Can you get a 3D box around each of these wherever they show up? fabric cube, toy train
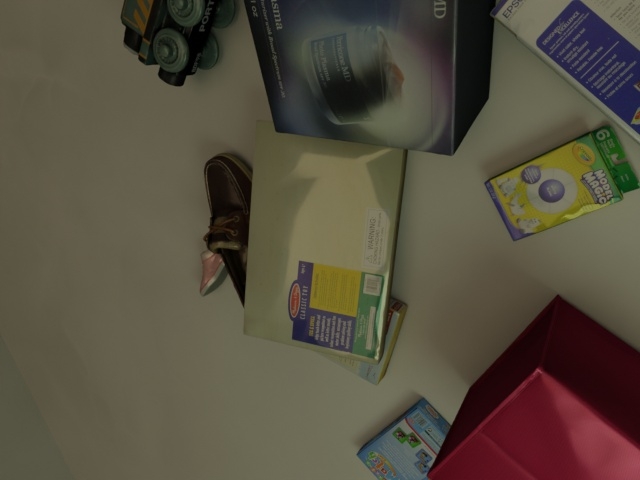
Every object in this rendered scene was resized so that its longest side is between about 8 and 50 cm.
[{"bbox_3d":[0.354,0.284,0.671,0.258,0.254,0.259,38,122,16],"label":"fabric cube"},{"bbox_3d":[-0.258,-0.459,0.865,0.190,0.142,0.334,37,123,8],"label":"toy train"}]

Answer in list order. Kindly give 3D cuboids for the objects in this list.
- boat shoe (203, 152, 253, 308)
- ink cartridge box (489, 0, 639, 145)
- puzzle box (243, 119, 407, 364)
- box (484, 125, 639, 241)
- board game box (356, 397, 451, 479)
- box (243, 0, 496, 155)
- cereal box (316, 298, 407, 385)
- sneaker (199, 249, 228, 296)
[{"bbox_3d":[-0.171,-0.010,0.975,0.123,0.123,0.342,-12,99,34],"label":"boat shoe"},{"bbox_3d":[0.387,-0.236,0.572,0.332,0.065,0.165,43,123,1],"label":"ink cartridge box"},{"bbox_3d":[0.000,0.000,0.857,0.272,0.052,0.409,9,101,18],"label":"puzzle box"},{"bbox_3d":[0.345,-0.079,0.689,0.179,0.043,0.105,-27,91,33],"label":"box"},{"bbox_3d":[0.191,0.433,0.948,0.160,0.039,0.211,45,122,12],"label":"board game box"},{"bbox_3d":[0.068,-0.299,0.644,0.294,0.183,0.296,13,137,27],"label":"box"},{"bbox_3d":[0.037,0.158,0.948,0.240,0.047,0.173,24,116,23],"label":"cereal box"},{"bbox_3d":[-0.252,0.065,1.095,0.070,0.051,0.134,45,120,13],"label":"sneaker"}]
